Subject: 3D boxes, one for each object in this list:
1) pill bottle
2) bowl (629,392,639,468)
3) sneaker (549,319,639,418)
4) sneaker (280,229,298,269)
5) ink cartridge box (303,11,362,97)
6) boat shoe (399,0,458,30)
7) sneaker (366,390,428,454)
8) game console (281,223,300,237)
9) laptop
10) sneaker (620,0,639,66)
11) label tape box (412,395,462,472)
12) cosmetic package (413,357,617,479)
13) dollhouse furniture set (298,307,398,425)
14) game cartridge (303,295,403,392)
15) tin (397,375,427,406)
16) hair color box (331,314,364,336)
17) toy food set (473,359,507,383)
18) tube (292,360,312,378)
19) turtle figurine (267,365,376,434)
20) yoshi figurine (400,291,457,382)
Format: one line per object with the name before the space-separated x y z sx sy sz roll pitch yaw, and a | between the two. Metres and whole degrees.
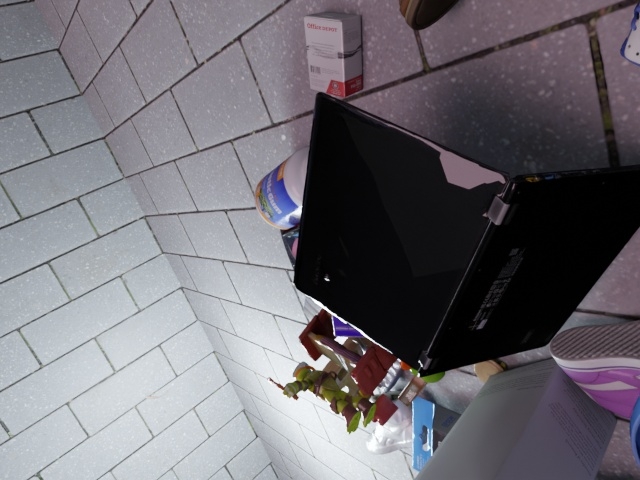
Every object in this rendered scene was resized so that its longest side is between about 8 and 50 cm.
pill bottle | -0.036 -0.125 1.038 0.152 0.152 0.272 60 148 -4
bowl | 0.565 0.223 0.479 0.392 0.077 0.391 17 135 18
sneaker | 0.506 0.197 0.650 0.161 0.102 0.282 51 152 -10
sneaker | -0.014 0.044 1.216 0.319 0.131 0.112 -125 15 -51
ink cartridge box | 0.026 -0.352 0.848 0.099 0.056 0.135 29 139 37
boat shoe | 0.174 -0.424 0.551 0.104 0.111 0.307 50 138 19
sneaker | 0.198 0.535 1.349 0.169 0.108 0.292 54 138 9
game console | 0.000 0.000 1.089 0.124 0.144 0.085 -23 76 28
laptop | 0.199 -0.001 0.686 0.236 0.408 0.381 -114 24 -43
sneaker | 0.355 -0.240 0.445 0.131 0.112 0.296 -12 107 57
label tape box | 0.338 0.550 1.072 0.334 0.106 0.240 9 108 42
cosmetic package | 0.321 0.371 0.760 0.155 0.366 0.197 54 141 5
dollhouse furniture set | 0.116 0.331 1.168 0.201 0.152 0.374 23 151 42
game cartridge | 0.096 0.248 1.275 0.355 0.068 0.230 41 149 24
tin | 0.247 0.342 1.105 0.040 0.106 0.189 36 143 19
hair color box | 0.068 0.017 0.884 0.110 0.185 0.338 -2 133 10
toy food set | 0.367 0.284 0.967 0.083 0.020 0.083 17 130 46
tube | 0.015 0.410 1.223 0.207 0.052 0.080 42 169 -14
turtle figurine | 0.020 0.346 1.038 0.217 0.087 0.269 23 174 33
yoshi figurine | 0.234 0.097 0.897 0.203 0.203 0.361 -3 105 10
